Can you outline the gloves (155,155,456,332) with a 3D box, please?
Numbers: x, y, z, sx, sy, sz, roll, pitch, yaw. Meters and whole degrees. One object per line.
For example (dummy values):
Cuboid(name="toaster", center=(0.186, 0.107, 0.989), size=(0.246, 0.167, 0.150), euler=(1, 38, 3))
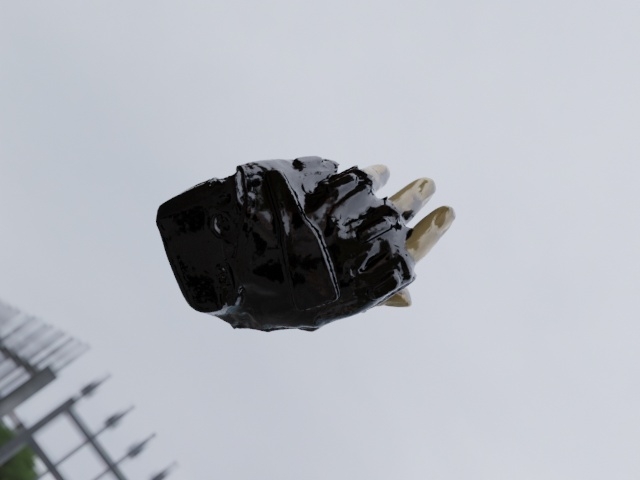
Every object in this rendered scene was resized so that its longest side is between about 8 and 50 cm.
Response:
Cuboid(name="gloves", center=(0.000, 0.000, 1.078), size=(0.124, 0.203, 0.164), euler=(-80, 150, -52))
